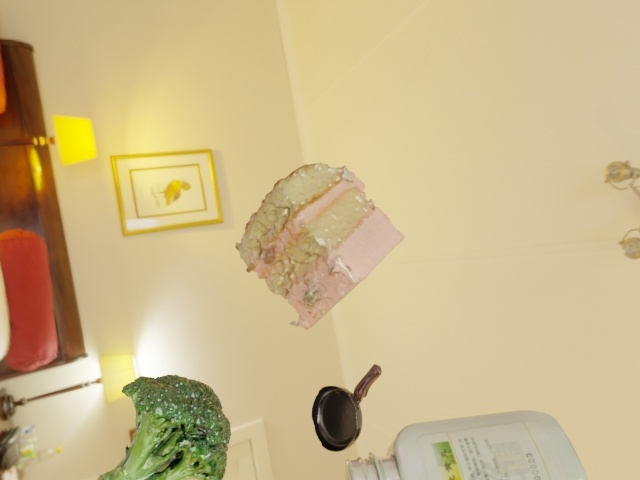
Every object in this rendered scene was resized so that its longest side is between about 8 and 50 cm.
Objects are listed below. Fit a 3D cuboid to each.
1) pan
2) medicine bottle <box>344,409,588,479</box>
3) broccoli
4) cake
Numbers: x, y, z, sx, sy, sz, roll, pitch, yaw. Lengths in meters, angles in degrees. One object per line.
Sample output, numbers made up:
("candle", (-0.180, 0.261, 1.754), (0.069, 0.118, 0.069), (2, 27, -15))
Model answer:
("pan", (0.054, 0.290, 0.798), (0.212, 0.040, 0.115), (-56, -131, 26))
("medicine bottle", (0.201, 0.356, 0.638), (0.124, 0.324, 0.179), (96, -13, -54))
("broccoli", (-0.310, 0.389, 0.855), (0.254, 0.269, 0.269), (47, -28, -2))
("cake", (0.000, 0.000, 1.154), (0.307, 0.293, 0.314), (48, -39, 7))
